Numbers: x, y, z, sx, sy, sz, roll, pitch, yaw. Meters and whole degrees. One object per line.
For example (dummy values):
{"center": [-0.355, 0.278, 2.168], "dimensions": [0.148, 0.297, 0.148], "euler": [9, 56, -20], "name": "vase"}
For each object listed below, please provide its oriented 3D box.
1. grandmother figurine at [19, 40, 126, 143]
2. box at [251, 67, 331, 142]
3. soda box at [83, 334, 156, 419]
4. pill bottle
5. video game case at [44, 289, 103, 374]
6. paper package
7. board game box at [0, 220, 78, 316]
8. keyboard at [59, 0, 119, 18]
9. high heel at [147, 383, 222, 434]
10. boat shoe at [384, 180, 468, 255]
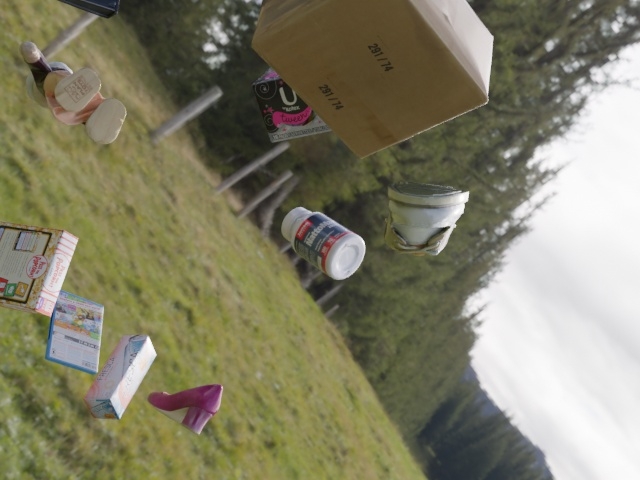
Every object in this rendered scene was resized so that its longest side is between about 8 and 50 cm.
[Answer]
{"center": [-0.443, -0.255, 1.390], "dimensions": [0.342, 0.104, 0.208], "euler": [24, -31, 59], "name": "grandmother figurine"}
{"center": [0.005, -0.322, 1.725], "dimensions": [0.163, 0.247, 0.142], "euler": [-60, 136, -56], "name": "box"}
{"center": [-0.394, 0.268, 1.598], "dimensions": [0.183, 0.062, 0.058], "euler": [-69, 151, -51], "name": "soda box"}
{"center": [0.000, 0.000, 1.761], "dimensions": [0.180, 0.108, 0.108], "euler": [33, -14, 39], "name": "pill bottle"}
{"center": [-0.524, 0.195, 1.726], "dimensions": [0.119, 0.015, 0.166], "euler": [28, 43, -38], "name": "video game case"}
{"center": [0.093, -0.341, 1.391], "dimensions": [0.325, 0.309, 0.168], "euler": [40, 46, -33], "name": "paper package"}
{"center": [-0.534, 0.045, 1.414], "dimensions": [0.193, 0.147, 0.045], "euler": [8, -17, 25], "name": "board game box"}
{"center": [-0.304, -0.469, 1.174], "dimensions": [0.201, 0.317, 0.033], "euler": [12, -19, -30], "name": "keyboard"}
{"center": [-0.312, 0.358, 1.851], "dimensions": [0.082, 0.117, 0.244], "euler": [40, -18, -28], "name": "high heel"}
{"center": [0.147, -0.028, 1.150], "dimensions": [0.302, 0.113, 0.104], "euler": [-27, 124, -80], "name": "boat shoe"}
